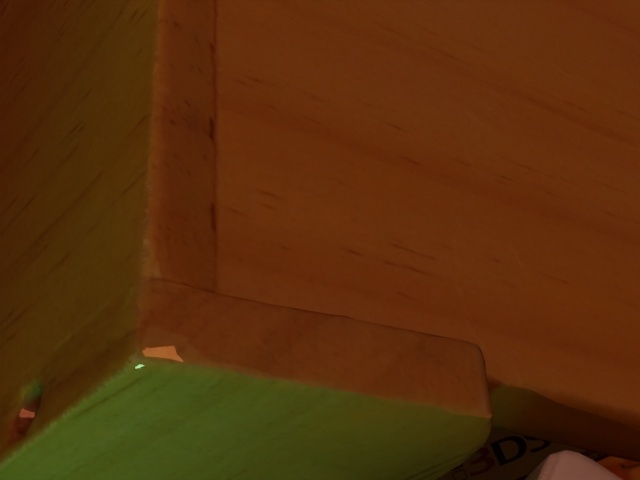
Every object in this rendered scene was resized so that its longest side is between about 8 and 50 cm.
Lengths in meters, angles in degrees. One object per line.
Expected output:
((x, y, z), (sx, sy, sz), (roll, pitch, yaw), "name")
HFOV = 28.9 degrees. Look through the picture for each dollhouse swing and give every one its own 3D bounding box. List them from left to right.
((0.000, 0.000, 0.564), (0.305, 0.315, 0.346), (27, 41, -33), "dollhouse swing")

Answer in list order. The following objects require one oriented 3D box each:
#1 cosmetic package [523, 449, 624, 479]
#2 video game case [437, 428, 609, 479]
((0.194, 0.286, 0.378), (0.453, 0.230, 0.161), (33, 49, 4), "cosmetic package")
((0.037, 0.039, 0.676), (0.210, 0.042, 0.232), (-20, 66, -5), "video game case")
